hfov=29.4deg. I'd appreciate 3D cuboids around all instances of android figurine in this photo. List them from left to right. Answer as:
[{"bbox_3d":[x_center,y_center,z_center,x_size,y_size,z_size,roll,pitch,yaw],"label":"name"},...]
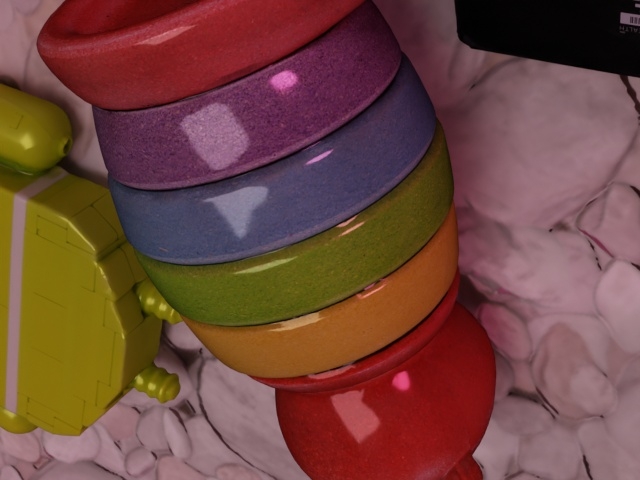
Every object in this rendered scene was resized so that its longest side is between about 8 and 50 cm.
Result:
[{"bbox_3d":[-0.202,0.018,0.757,0.273,0.056,0.248,21,124,17],"label":"android figurine"}]

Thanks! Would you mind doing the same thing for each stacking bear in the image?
[{"bbox_3d":[0.000,0.000,0.580,0.175,0.164,0.289,1,125,41],"label":"stacking bear"}]

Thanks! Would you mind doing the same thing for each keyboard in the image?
[{"bbox_3d":[0.149,-0.113,0.519,0.192,0.038,0.100,13,145,20],"label":"keyboard"}]
